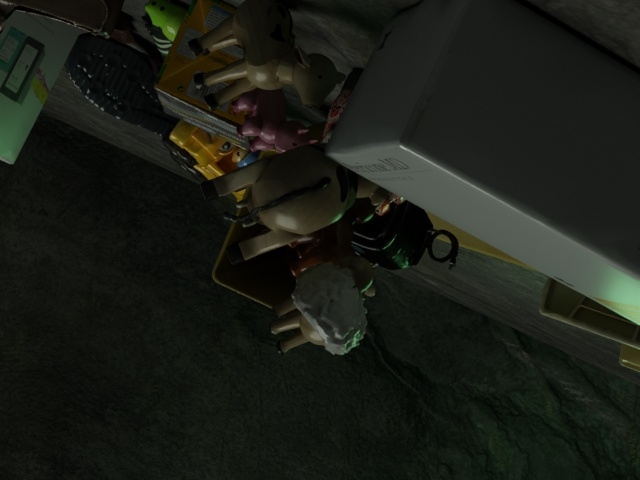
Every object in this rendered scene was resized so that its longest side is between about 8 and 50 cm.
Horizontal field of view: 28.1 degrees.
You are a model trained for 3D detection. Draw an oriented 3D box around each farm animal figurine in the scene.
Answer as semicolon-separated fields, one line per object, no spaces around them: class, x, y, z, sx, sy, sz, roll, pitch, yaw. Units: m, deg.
farm animal figurine;-0.011;-0.086;1.341;0.330;0.172;0.327;63;-164;-19

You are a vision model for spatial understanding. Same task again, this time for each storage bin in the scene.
storage bin;0.511;0.131;1.968;0.262;0.123;0.260;30;173;-42

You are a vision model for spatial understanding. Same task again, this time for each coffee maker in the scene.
coffee maker;0.089;-0.031;1.661;0.171;0.120;0.178;1;171;11

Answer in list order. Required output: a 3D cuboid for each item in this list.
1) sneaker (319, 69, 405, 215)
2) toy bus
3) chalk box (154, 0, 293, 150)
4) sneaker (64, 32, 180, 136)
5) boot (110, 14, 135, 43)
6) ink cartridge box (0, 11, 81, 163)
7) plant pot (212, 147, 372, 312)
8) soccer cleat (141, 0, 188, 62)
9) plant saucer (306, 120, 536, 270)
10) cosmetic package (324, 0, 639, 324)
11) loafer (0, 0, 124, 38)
sneaker;0.124;-0.083;1.542;0.270;0.145;0.090;26;175;-7
toy bus;-0.118;-0.129;1.964;0.211;0.149;0.220;43;175;7
chalk box;-0.117;-0.203;1.603;0.132;0.132;0.213;25;176;-1
sneaker;-0.292;-0.251;2.058;0.319;0.112;0.131;31;-165;-40
boot;-0.327;-0.328;1.897;0.106;0.037;0.114;28;179;-5
ink cartridge box;-0.512;-0.287;1.860;0.198;0.270;0.197;24;175;27
plant pot;0.000;0.000;1.884;0.212;0.212;0.187;25;-172;15
soccer cleat;-0.199;-0.277;1.691;0.072;0.060;0.179;35;169;1
plant saucer;0.156;-0.076;1.831;0.332;0.081;0.333;31;173;-40
cosmetic package;0.257;-0.048;1.177;0.453;0.161;0.230;28;175;-14
loafer;-0.383;-0.275;1.388;0.366;0.130;0.134;0;-172;-10
